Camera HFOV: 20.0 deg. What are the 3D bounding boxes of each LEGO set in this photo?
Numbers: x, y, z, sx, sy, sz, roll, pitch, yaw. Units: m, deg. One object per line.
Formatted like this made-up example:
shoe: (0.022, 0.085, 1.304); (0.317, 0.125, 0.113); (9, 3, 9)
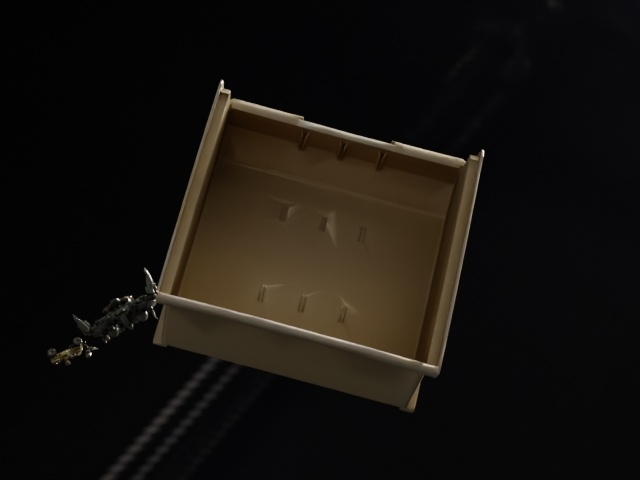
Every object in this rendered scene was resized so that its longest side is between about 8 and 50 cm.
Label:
LEGO set: (-0.111, 0.047, 0.971); (0.054, 0.083, 0.023); (-20, -109, -35)

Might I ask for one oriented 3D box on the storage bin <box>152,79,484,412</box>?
storage bin: (0.000, 0.000, 1.718); (0.262, 0.123, 0.260); (15, -118, -1)
